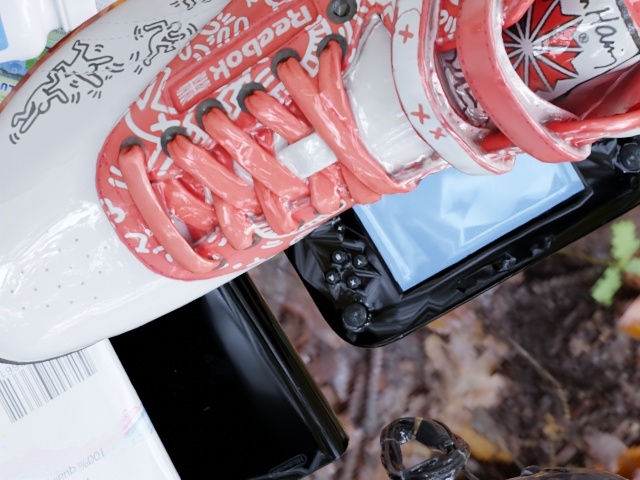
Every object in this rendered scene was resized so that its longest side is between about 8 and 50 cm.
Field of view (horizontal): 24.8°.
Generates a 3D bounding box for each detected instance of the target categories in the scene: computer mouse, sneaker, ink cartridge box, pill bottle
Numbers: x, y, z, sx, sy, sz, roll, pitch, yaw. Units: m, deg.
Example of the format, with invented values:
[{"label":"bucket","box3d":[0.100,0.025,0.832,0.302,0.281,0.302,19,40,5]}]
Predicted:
[{"label":"computer mouse","box3d":[0.093,0.118,0.742,0.071,0.242,0.041,-17,104,-23]},{"label":"sneaker","box3d":[0.003,-0.044,0.428,0.270,0.145,0.090,-35,112,-9]},{"label":"ink cartridge box","box3d":[-0.158,0.116,0.682,0.154,0.093,0.212,-31,102,-25]},{"label":"pill bottle","box3d":[-0.313,-0.209,1.278,0.221,0.124,0.124,-14,119,-8]}]

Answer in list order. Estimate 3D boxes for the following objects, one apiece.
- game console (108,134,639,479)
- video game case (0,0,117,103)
[{"label":"game console","box3d":[0.000,0.000,0.776,0.361,0.044,0.213,-30,100,11]},{"label":"video game case","box3d":[-0.344,-0.215,1.415,0.329,0.036,0.300,16,85,-6]}]
